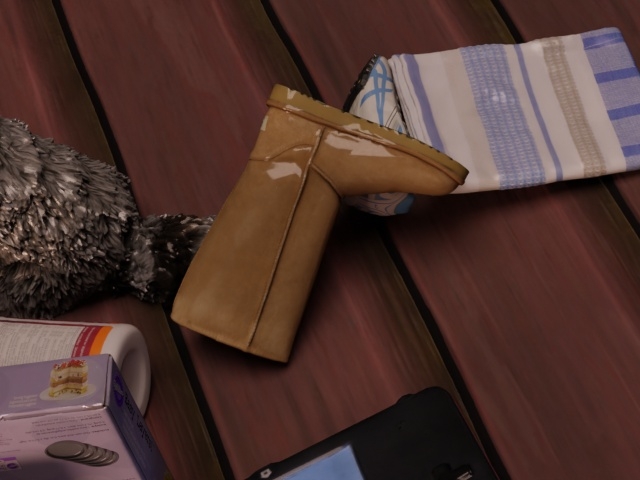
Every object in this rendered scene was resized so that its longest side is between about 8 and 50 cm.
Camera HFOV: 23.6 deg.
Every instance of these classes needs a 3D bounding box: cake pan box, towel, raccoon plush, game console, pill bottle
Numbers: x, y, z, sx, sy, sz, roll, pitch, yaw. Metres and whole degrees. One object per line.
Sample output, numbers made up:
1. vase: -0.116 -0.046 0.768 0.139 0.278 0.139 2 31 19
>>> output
1. cake pan box: -0.292 0.214 1.456 0.266 0.246 0.070 -9 48 8
2. towel: 0.232 -0.148 1.709 0.285 0.034 0.209 -7 53 -7
3. raccoon plush: -0.286 -0.082 1.642 0.446 0.299 0.216 -8 52 7
4. game console: -0.014 0.299 1.337 0.386 0.060 0.342 -26 33 0
5. pill bottle: -0.297 0.141 1.589 0.221 0.121 0.121 2 54 15

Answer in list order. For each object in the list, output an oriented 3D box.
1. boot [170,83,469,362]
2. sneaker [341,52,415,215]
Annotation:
1. boot: 0.000 0.000 1.603 0.236 0.089 0.270 22 92 4
2. sneaker: 0.068 -0.118 1.738 0.086 0.085 0.237 18 45 -16
